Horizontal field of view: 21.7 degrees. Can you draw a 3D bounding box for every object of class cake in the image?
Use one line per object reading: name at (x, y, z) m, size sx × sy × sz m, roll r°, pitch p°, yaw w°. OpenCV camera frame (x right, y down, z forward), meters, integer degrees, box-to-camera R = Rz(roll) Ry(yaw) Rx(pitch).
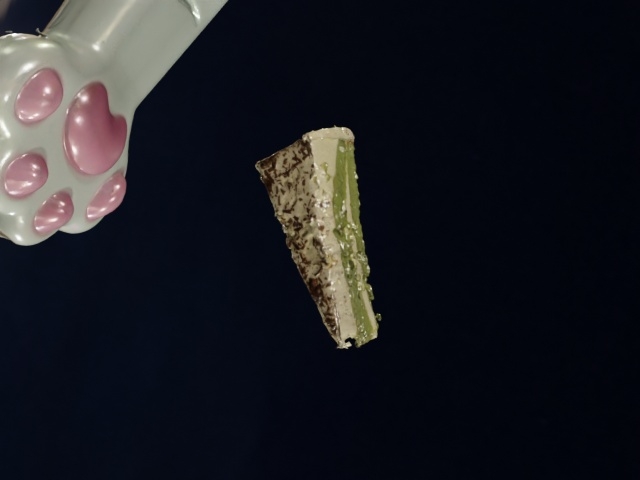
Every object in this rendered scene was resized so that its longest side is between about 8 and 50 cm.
cake at (0.000, 0.000, 1.055) m, size 0.055 × 0.051 × 0.140 m, roll -9°, pitch -90°, yaw 38°

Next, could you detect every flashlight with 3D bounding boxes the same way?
flashlight at (-0.070, -0.086, 0.651) m, size 0.047 × 0.093 × 0.200 m, roll 21°, pitch -114°, yaw 30°
